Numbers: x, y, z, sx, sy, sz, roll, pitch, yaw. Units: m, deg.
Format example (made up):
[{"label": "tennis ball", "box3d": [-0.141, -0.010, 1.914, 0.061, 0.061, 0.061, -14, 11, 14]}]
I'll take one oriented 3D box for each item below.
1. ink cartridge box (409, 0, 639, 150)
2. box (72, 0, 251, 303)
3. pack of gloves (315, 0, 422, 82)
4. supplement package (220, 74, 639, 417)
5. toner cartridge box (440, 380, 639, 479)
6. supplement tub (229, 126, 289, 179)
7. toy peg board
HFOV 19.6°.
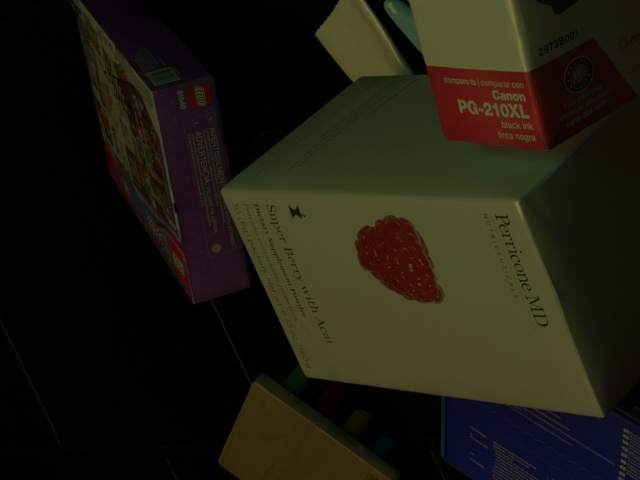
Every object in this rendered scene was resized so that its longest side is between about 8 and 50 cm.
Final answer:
[{"label": "ink cartridge box", "box3d": [0.139, -0.200, 1.163, 0.100, 0.172, 0.237, 11, 124, 49]}, {"label": "box", "box3d": [-0.145, -0.098, 1.636, 0.293, 0.057, 0.201, -129, 27, -57]}, {"label": "pack of gloves", "box3d": [0.085, -0.112, 1.424, 0.232, 0.046, 0.195, 54, 146, 8]}, {"label": "supplement package", "box3d": [0.108, -0.005, 1.322, 0.293, 0.175, 0.178, 3, 124, 47]}, {"label": "toner cartridge box", "box3d": [0.242, 0.173, 1.411, 0.348, 0.075, 0.165, 31, 137, 36]}, {"label": "supplement tub", "box3d": [0.000, 0.000, 1.570, 0.198, 0.106, 0.106, 51, 146, 11]}, {"label": "toy peg board", "box3d": [0.003, 0.196, 1.767, 0.160, 0.079, 0.161, 35, 143, 8]}]
